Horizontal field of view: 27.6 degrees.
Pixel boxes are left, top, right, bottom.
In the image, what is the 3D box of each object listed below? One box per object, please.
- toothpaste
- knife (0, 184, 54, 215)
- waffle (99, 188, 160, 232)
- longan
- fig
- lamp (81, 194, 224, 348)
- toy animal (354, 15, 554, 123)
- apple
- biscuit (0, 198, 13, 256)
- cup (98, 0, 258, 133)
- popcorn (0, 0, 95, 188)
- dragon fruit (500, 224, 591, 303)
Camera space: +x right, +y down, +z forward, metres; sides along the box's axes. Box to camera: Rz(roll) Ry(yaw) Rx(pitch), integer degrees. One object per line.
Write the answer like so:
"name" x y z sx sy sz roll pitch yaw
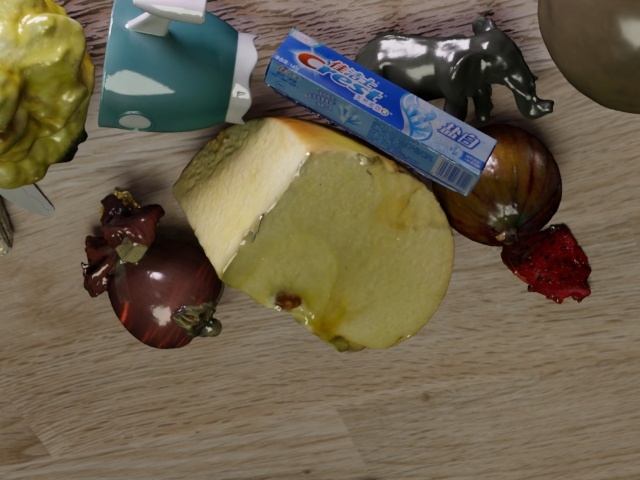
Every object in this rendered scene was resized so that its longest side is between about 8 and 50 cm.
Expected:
"toothpaste" 0.068 -0.148 1.490 0.272 0.066 0.053 29 146 4
"knife" -0.436 -0.113 1.724 0.058 0.032 0.244 -28 127 0
"waffle" -0.260 -0.031 1.777 0.085 0.016 0.078 28 132 -14
"longan" 0.357 -0.251 1.375 0.248 0.248 0.248 4 130 5
"fig" 0.230 -0.055 1.590 0.149 0.202 0.148 -35 140 -9
"lamp" -0.220 0.059 1.746 0.223 0.151 0.215 18 144 -21
"toy animal" 0.148 -0.180 1.525 0.245 0.114 0.146 -3 130 11
"apple" 0.000 0.000 1.613 0.309 0.252 0.314 26 153 -37
"biscuit" -0.549 -0.024 1.798 0.239 0.061 0.108 -4 127 10
"cup" -0.165 -0.203 1.530 0.173 0.167 0.299 7 157 -8
"popcorn" -0.391 -0.183 1.530 0.215 0.252 0.286 46 128 20
"dragon fruit" 0.305 0.050 1.728 0.097 0.063 0.131 -22 123 25
